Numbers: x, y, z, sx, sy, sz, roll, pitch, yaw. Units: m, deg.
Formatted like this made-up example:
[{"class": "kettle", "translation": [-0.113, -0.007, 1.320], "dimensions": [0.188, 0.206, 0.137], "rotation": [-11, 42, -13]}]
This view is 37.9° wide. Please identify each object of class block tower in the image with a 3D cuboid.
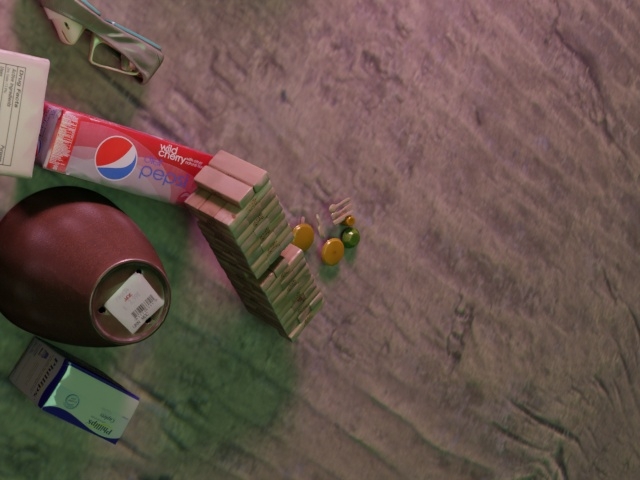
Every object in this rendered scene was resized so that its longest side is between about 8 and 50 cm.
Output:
[{"class": "block tower", "translation": [-0.091, 0.018, 1.362], "dimensions": [0.091, 0.097, 0.335], "rotation": [-49, 145, -20]}]

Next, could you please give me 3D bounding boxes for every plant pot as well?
[{"class": "plant pot", "translation": [-0.291, 0.052, 1.205], "dimensions": [0.215, 0.230, 0.215], "rotation": [-10, 107, -34]}]

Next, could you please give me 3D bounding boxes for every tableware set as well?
[{"class": "tableware set", "translation": [0.000, 0.000, 1.535], "dimensions": [0.154, 0.024, 0.104], "rotation": [-33, 122, -27]}]

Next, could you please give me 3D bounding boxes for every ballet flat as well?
[{"class": "ballet flat", "translation": [-0.301, -0.272, 1.219], "dimensions": [0.213, 0.072, 0.068], "rotation": [30, 87, -37]}]

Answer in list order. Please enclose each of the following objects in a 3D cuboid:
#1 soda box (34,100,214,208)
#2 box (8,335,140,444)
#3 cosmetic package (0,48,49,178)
[{"class": "soda box", "translation": [-0.261, -0.110, 1.272], "dimensions": [0.263, 0.092, 0.083], "rotation": [16, 95, -38]}, {"class": "box", "translation": [-0.335, 0.203, 1.268], "dimensions": [0.126, 0.137, 0.072], "rotation": [37, 78, -36]}, {"class": "cosmetic package", "translation": [-0.486, -0.167, 1.075], "dimensions": [0.296, 0.129, 0.153], "rotation": [8, 95, -36]}]
